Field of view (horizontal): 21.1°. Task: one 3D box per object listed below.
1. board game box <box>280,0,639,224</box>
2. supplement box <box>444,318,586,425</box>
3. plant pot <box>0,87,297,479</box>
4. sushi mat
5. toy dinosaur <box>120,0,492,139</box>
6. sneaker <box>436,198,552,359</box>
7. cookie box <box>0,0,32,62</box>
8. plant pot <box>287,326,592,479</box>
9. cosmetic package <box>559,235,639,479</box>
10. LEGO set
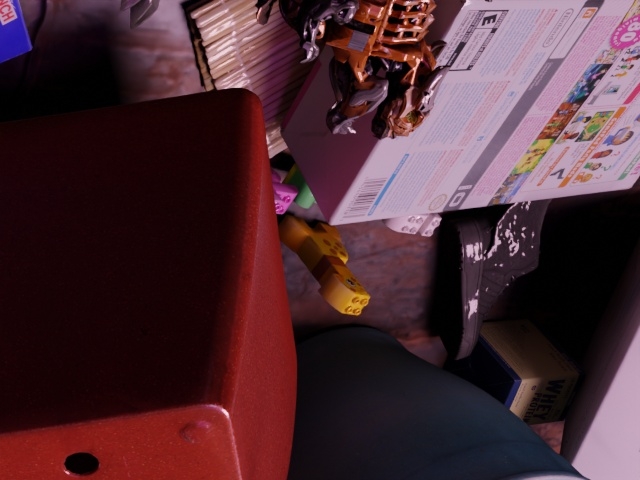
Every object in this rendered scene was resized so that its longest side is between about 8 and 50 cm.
[{"bbox_3d":[0.152,-0.129,1.236,0.303,0.097,0.224,-6,145,-35],"label":"board game box"},{"bbox_3d":[0.170,0.116,1.513,0.083,0.083,0.056,-3,126,-35],"label":"supplement box"},{"bbox_3d":[-0.144,0.094,1.105,0.267,0.236,0.267,-9,132,-2],"label":"plant pot"},{"bbox_3d":[0.057,-0.179,1.240,0.316,0.019,0.151,-31,137,-11],"label":"sushi mat"},{"bbox_3d":[-0.005,-0.214,1.015,0.218,0.164,0.322,-3,100,5],"label":"toy dinosaur"},{"bbox_3d":[0.148,0.023,1.445,0.089,0.051,0.170,-15,128,-19],"label":"sneaker"},{"bbox_3d":[-0.240,-0.139,1.047,0.107,0.040,0.092,-24,135,-16],"label":"cookie box"},{"bbox_3d":[0.058,0.212,1.387,0.271,0.255,0.272,-19,134,-21],"label":"plant pot"},{"bbox_3d":[0.308,0.112,1.488,0.138,0.225,0.224,22,117,4],"label":"cosmetic package"},{"bbox_3d":[0.000,0.000,1.278,0.227,0.093,0.087,8,125,-46],"label":"LEGO set"}]
